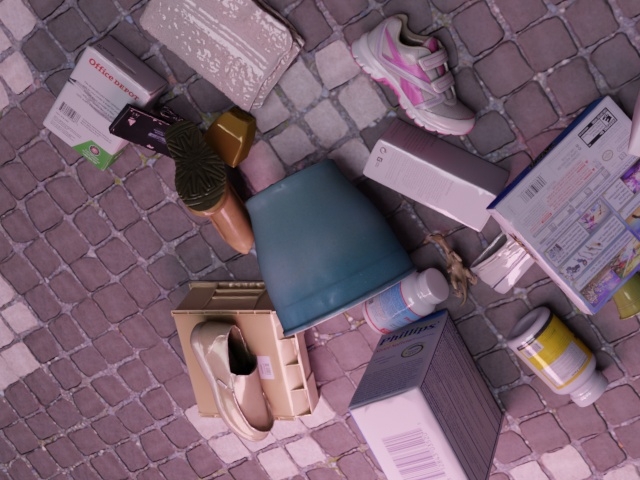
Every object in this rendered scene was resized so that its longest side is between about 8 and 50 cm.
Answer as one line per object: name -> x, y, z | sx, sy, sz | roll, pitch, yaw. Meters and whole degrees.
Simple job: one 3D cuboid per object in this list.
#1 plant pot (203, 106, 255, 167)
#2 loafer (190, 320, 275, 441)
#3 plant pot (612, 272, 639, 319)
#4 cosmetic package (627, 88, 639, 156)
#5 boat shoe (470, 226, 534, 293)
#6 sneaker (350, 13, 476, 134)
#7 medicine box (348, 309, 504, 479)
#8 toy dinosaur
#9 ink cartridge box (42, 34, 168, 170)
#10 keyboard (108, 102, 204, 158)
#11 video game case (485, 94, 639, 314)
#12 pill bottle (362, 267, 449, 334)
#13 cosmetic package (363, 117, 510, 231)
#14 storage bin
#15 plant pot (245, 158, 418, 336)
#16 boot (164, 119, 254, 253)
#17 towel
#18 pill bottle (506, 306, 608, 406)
plant pot -> -0.165, -0.199, 1.960 | 0.081, 0.081, 0.083 | 32, 115, 3
loafer -> -0.158, 0.273, 2.039 | 0.092, 0.102, 0.268 | -19, 108, 33
plant pot -> 0.541, 0.085, 1.849 | 0.083, 0.083, 0.079 | -34, 89, 31
cosmetic package -> 0.563, -0.249, 1.577 | 0.138, 0.224, 0.224 | 16, 120, 11
boat shoe -> 0.358, -0.020, 1.852 | 0.088, 0.096, 0.267 | 31, 130, -2
sneaker -> 0.174, -0.282, 1.777 | 0.252, 0.103, 0.111 | 41, 124, -4
medicine box -> 0.205, 0.321, 1.962 | 0.149, 0.289, 0.263 | -21, 107, 26
toy dinosaur -> 0.256, 0.061, 1.933 | 0.053, 0.092, 0.183 | -23, 118, 6
ink cartridge box -> -0.411, -0.263, 2.010 | 0.153, 0.087, 0.208 | 40, 122, -3
keyboard -> -0.295, -0.210, 1.977 | 0.180, 0.023, 0.108 | 20, 133, -36
video game case -> 0.451, -0.058, 1.732 | 0.269, 0.061, 0.244 | -44, 96, -4
pill bottle -> 0.161, 0.112, 1.980 | 0.160, 0.087, 0.087 | -31, 102, 39
cosmetic package -> 0.205, -0.116, 1.843 | 0.231, 0.117, 0.085 | 28, 123, 6
storage bin -> -0.143, 0.224, 2.141 | 0.261, 0.123, 0.262 | -2, 115, 20
plant pot -> 0.000, 0.000, 1.906 | 0.272, 0.272, 0.255 | -27, 89, 29
boot -> -0.177, -0.063, 1.897 | 0.089, 0.236, 0.269 | -23, 139, 3
towel -> -0.181, -0.376, 1.891 | 0.282, 0.049, 0.187 | 38, 122, -1
pill bottle -> 0.438, 0.217, 1.933 | 0.184, 0.103, 0.103 | 45, 122, -6
